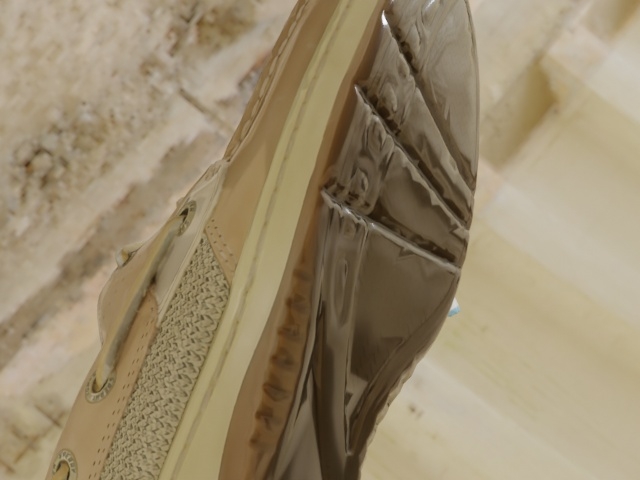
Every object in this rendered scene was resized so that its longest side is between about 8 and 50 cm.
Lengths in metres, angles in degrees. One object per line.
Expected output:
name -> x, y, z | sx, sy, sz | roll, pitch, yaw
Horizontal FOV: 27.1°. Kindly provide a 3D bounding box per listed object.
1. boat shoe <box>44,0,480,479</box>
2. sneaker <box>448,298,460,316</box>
boat shoe -> -0.028, 0.028, 0.420 | 0.109, 0.098, 0.302 | 45, 58, -54
sneaker -> 0.000, 0.000, 0.840 | 0.087, 0.092, 0.228 | -20, -166, -33
